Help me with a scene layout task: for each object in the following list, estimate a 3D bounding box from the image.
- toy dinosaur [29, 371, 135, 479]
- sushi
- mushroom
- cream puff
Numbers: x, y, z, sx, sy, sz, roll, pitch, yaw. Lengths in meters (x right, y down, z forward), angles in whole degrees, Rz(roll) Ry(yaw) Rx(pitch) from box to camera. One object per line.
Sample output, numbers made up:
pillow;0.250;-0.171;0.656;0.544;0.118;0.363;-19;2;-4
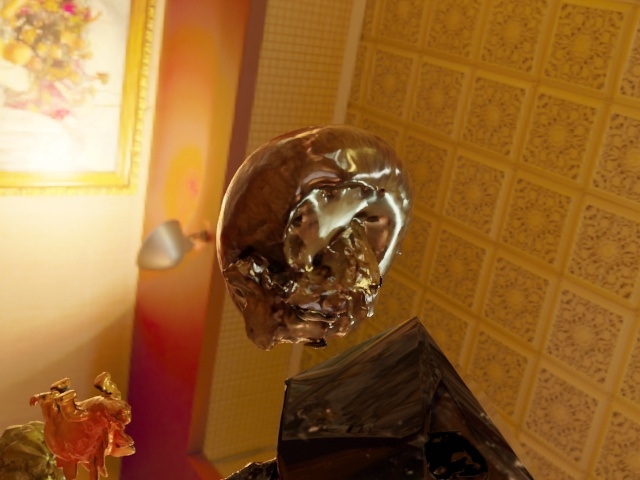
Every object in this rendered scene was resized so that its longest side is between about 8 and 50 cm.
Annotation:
toy dinosaur;-0.261;0.209;0.847;0.288;0.070;0.117;-20;-87;51
sushi;0.038;0.219;0.429;0.215;0.212;0.227;-122;-170;-46
mushroom;-0.013;-0.001;0.850;0.195;0.283;0.263;21;-58;7
cream puff;-0.485;0.375;1.336;0.156;0.156;0.121;10;-54;52
